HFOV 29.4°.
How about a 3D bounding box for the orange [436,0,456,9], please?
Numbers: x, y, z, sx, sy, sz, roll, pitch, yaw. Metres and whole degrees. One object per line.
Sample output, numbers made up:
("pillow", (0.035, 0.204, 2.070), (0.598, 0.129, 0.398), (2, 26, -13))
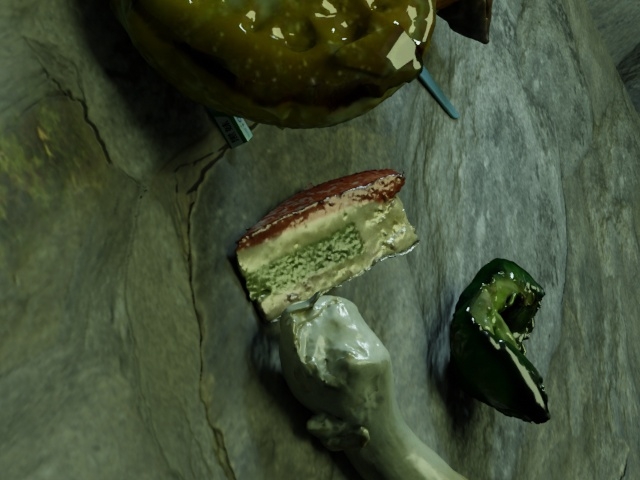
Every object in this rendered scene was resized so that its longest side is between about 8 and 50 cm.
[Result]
("orange", (0.080, -0.418, 1.318), (0.293, 0.340, 0.341), (72, 5, -68))

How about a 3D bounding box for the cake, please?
("cake", (0.018, -0.006, 1.124), (0.086, 0.116, 0.220), (70, 22, -9))

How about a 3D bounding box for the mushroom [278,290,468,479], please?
("mushroom", (0.046, 0.155, 1.073), (0.278, 0.096, 0.099), (59, 26, -29))

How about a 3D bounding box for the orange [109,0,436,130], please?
("orange", (-0.068, -0.259, 1.032), (0.369, 0.271, 0.210), (67, -20, -1))

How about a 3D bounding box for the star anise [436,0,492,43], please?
("star anise", (0.152, -0.415, 1.736), (0.315, 0.108, 0.315), (20, 57, -34))

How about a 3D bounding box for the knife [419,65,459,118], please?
("knife", (0.126, -0.252, 1.694), (0.313, 0.019, 0.044), (44, 30, -46))

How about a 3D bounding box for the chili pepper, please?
("chili pepper", (0.203, 0.115, 1.439), (0.148, 0.116, 0.264), (51, 26, -9))

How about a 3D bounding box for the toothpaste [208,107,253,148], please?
("toothpaste", (-0.091, -0.125, 1.114), (0.083, 0.020, 0.017), (60, 27, -16))
